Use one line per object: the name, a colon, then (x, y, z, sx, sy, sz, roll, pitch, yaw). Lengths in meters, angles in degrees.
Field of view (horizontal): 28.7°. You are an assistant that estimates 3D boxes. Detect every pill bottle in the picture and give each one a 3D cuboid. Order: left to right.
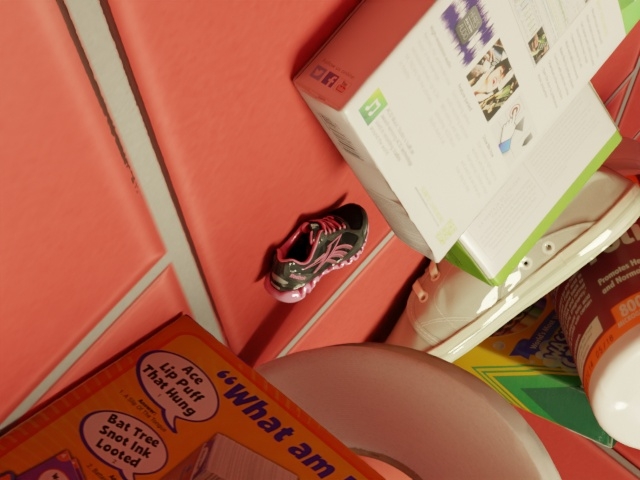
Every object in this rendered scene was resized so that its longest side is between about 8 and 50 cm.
pill bottle: (0.403, 0.051, 1.590, 0.392, 0.224, 0.224, -100, -150, -50)

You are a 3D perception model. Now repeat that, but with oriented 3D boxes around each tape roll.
tape roll: (0.033, 0.286, 1.122, 0.392, 0.392, 0.072, -55, 163, 11)

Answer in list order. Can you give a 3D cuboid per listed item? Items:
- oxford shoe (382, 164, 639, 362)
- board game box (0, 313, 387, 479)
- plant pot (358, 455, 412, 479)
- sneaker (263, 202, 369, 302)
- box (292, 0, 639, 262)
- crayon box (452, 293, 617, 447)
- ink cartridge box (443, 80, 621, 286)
oxford shoe: (0.181, 0.050, 1.503, 0.449, 0.130, 0.169, -41, 179, 16)
board game box: (-0.123, 0.349, 0.884, 0.356, 0.356, 0.356, -34, 155, -46)
plant pot: (0.077, 0.323, 1.574, 0.243, 0.275, 0.275, -7, 134, -53)
sneaker: (0.000, 0.000, 1.050, 0.119, 0.047, 0.057, -43, 150, -33)
box: (0.138, -0.164, 0.938, 0.322, 0.058, 0.232, -48, 146, -8)
crayon box: (0.308, 0.141, 1.743, 0.203, 0.322, 0.083, -38, 137, -39)
ink cartridge box: (0.129, -0.112, 1.090, 0.189, 0.097, 0.255, -49, 130, -8)
